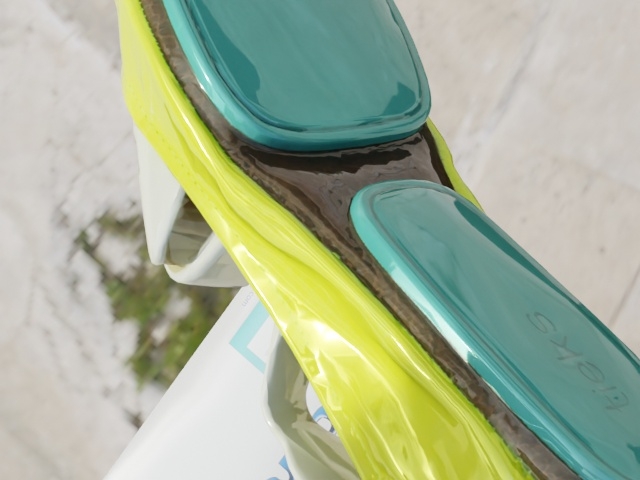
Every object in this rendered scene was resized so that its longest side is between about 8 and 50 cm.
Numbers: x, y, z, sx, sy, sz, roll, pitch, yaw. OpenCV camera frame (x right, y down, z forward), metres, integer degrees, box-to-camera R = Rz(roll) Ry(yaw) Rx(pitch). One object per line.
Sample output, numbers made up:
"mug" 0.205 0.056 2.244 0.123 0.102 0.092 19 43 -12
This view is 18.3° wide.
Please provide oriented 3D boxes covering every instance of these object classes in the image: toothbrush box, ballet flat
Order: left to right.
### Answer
"ballet flat" 0.000 0.000 0.450 0.231 0.077 0.077 56 130 29
"toothbrush box" 0.033 0.107 1.068 0.126 0.295 0.216 39 100 20
